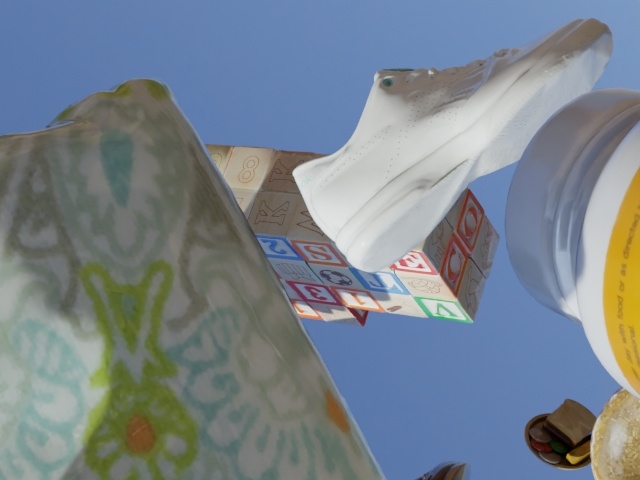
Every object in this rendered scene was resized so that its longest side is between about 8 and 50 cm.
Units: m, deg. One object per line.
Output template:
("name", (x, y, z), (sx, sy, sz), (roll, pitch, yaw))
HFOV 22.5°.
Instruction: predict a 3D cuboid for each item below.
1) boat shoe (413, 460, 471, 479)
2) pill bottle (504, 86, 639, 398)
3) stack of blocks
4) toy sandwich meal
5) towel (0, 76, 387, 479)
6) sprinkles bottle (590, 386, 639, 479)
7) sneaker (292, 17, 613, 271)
("boat shoe", (0.107, 0.293, 1.750), (0.207, 0.073, 0.073), (-35, -51, -62))
("pill bottle", (0.180, 0.015, 0.583), (0.136, 0.136, 0.245), (24, -179, -35))
("stack of blocks", (0.000, 0.000, 1.417), (0.171, 0.297, 0.087), (49, -126, -51))
("toy sandwich meal", (0.251, 0.200, 1.656), (0.085, 0.029, 0.086), (8, -140, -7))
("towel", (-0.148, 0.152, 0.581), (0.374, 0.090, 0.321), (-27, -94, -15))
("sprinkles bottle", (0.325, 0.182, 1.331), (0.121, 0.121, 0.355), (61, -164, 21))
("sneaker", (0.077, -0.080, 0.973), (0.094, 0.212, 0.080), (49, 173, 25))
